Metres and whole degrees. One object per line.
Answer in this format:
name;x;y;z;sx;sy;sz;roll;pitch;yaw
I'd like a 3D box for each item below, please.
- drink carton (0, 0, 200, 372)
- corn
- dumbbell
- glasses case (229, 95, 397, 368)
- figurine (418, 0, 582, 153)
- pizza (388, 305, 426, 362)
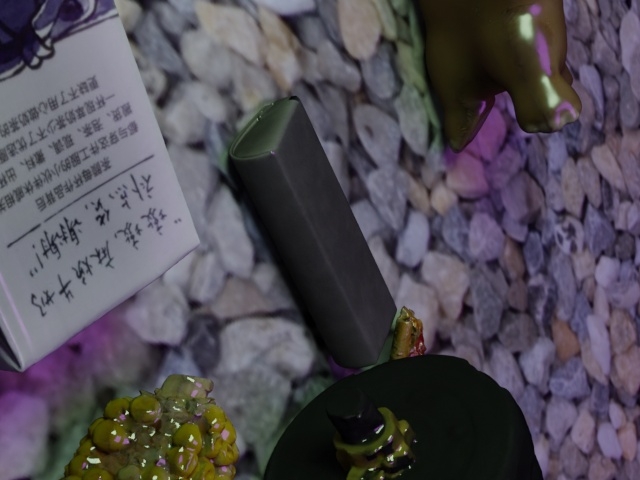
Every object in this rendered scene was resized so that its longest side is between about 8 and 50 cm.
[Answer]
drink carton;-0.165;-0.061;0.589;0.134;0.102;0.222;-40;120;-44
corn;-0.123;0.225;0.649;0.097;0.097;0.319;34;67;-45
dumbbell;0.101;0.236;0.845;0.185;0.185;0.388;-57;131;-32
glasses case;0.000;-0.002;0.830;0.190;0.042;0.072;64;37;-28
figurine;0.163;-0.216;0.920;0.173;0.177;0.247;-26;99;-28
pizza;0.069;0.077;0.909;0.078;0.025;0.083;-62;163;-48
